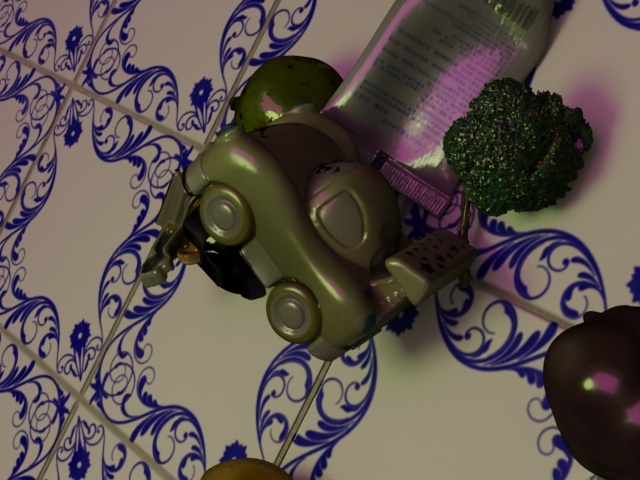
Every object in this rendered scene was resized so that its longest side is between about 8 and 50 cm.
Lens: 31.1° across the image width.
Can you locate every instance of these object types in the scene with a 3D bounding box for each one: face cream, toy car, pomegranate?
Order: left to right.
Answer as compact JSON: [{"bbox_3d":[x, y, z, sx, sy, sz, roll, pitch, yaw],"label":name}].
[{"bbox_3d":[-0.016,-0.199,1.764,0.246,0.198,0.198,-21,58,24],"label":"pomegranate"},{"bbox_3d":[0.014,-0.035,1.542,0.226,0.242,0.336,-37,84,35],"label":"toy car"},{"bbox_3d":[0.187,-0.270,1.630,0.234,0.137,0.420,34,97,9],"label":"face cream"}]

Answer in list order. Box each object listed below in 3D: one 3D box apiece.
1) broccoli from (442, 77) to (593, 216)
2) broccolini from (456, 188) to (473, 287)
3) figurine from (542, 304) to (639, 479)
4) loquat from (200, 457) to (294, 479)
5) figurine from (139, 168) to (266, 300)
[{"bbox_3d":[0.255,-0.122,1.499,0.195,0.195,0.156,-34,14,27],"label":"broccoli"},{"bbox_3d":[0.202,-0.033,1.582,0.054,0.052,0.194,3,75,47],"label":"broccolini"},{"bbox_3d":[0.404,0.117,1.278,0.365,0.206,0.218,-41,68,-11],"label":"figurine"},{"bbox_3d":[-0.115,0.401,1.580,0.213,0.213,0.213,-19,60,36],"label":"loquat"},{"bbox_3d":[-0.148,-0.021,1.786,0.308,0.143,0.309,-28,34,22],"label":"figurine"}]
